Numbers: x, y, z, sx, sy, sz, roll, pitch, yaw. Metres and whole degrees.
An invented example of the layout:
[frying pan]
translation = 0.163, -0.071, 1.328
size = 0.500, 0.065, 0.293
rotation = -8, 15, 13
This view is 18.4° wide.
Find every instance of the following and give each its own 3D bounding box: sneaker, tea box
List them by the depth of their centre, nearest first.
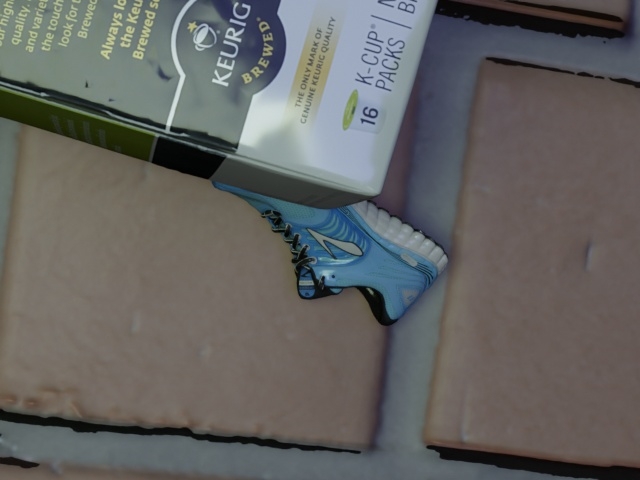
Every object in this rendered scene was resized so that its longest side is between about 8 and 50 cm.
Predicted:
[tea box]
translation = -0.086, -0.216, 1.063
size = 0.323, 0.220, 0.329
rotation = 17, 87, -6
[sneaker]
translation = 0.000, 0.000, 1.215
size = 0.162, 0.063, 0.073
rotation = 31, 86, -17
